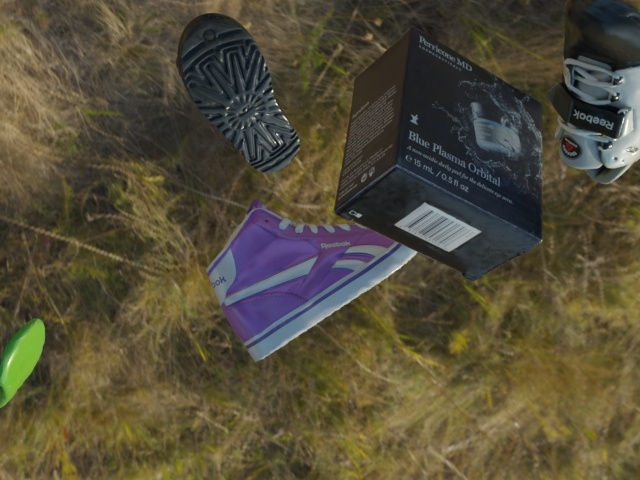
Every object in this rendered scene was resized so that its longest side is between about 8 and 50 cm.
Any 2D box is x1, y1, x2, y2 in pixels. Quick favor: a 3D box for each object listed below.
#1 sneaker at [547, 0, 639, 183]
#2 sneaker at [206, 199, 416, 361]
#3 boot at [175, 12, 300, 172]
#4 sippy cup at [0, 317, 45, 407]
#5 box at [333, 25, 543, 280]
[{"bbox_3d":[0.326,-0.154,0.956,0.146,0.122,0.330,-54,145,1],"label":"sneaker"},{"bbox_3d":[0.000,0.000,0.982,0.282,0.102,0.161,-30,84,-26],"label":"sneaker"},{"bbox_3d":[-0.175,-0.293,1.444,0.131,0.260,0.348,-30,142,-3],"label":"boot"},{"bbox_3d":[-0.383,0.015,0.674,0.305,0.240,0.224,2,144,-26],"label":"sippy cup"},{"bbox_3d":[0.108,-0.075,0.742,0.155,0.158,0.093,24,144,-23],"label":"box"}]
